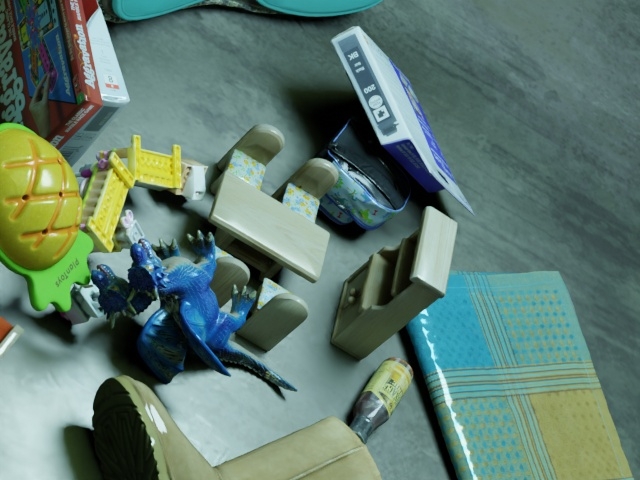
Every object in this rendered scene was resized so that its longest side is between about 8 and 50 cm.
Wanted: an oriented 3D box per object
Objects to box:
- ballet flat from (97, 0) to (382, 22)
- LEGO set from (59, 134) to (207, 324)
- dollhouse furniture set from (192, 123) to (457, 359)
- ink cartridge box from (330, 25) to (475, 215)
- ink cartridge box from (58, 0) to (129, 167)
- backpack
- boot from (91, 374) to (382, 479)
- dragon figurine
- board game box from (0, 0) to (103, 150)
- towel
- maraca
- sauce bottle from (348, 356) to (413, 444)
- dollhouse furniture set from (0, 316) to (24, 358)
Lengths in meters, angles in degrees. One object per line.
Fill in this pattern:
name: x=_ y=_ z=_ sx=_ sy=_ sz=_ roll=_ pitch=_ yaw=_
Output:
ballet flat: x=-0.116 y=-0.357 z=2.102 sx=0.483 sy=0.164 sz=0.182 roll=-11 pitch=44 yaw=-43
LEGO set: x=-0.226 y=-0.040 z=1.818 sx=0.287 sy=0.107 sz=0.132 roll=-57 pitch=136 yaw=-52
dollhouse furniture set: x=0.000 y=0.000 z=1.901 sx=0.242 sy=0.161 sz=0.212 roll=31 pitch=44 yaw=-18
ink cartridge box: x=0.100 y=-0.131 z=2.100 sx=0.208 sy=0.045 sz=0.206 roll=65 pitch=11 yaw=22
ink cartridge box: x=-0.270 y=-0.179 z=1.823 sx=0.045 sy=0.145 sz=0.179 roll=-1 pitch=60 yaw=-41
backpack: x=0.042 y=-0.068 z=2.045 sx=0.114 sy=0.084 sz=0.105 roll=43 pitch=36 yaw=-6
boot: x=-0.076 y=0.219 z=1.734 sx=0.269 sy=0.089 sz=0.236 roll=-14 pitch=80 yaw=-45
dragon figurine: x=-0.130 y=0.091 z=1.762 sx=0.289 sy=0.085 sz=0.144 roll=62 pitch=33 yaw=-34
board game box: x=-0.295 y=-0.208 z=1.809 sx=0.027 sy=0.145 sz=0.281 roll=16 pitch=46 yaw=-39
towel: x=0.235 y=0.203 z=2.040 sx=0.271 sy=0.040 sz=0.370 roll=3 pitch=60 yaw=-38
maraca: x=-0.265 y=-0.021 z=1.624 sx=0.127 sy=0.099 sz=0.185 roll=-55 pitch=129 yaw=-43
sauce bottle: x=0.061 y=0.177 z=1.908 sx=0.042 sy=0.042 sz=0.128 roll=42 pitch=43 yaw=-7
dollhouse furniture set: x=-0.402 y=0.045 z=1.549 sx=0.259 sy=0.135 sz=0.262 roll=41 pitch=42 yaw=-7
